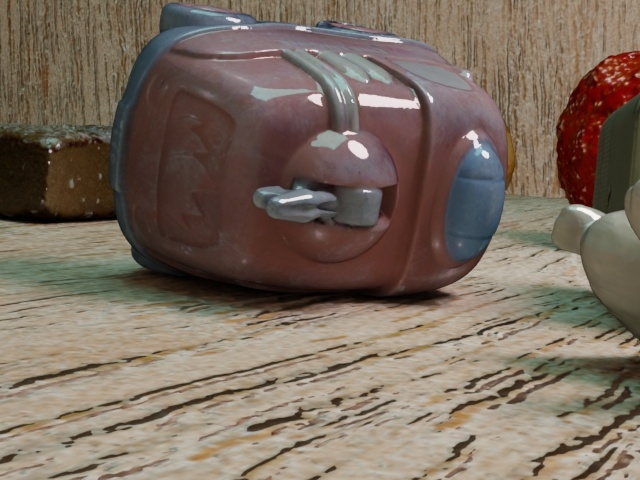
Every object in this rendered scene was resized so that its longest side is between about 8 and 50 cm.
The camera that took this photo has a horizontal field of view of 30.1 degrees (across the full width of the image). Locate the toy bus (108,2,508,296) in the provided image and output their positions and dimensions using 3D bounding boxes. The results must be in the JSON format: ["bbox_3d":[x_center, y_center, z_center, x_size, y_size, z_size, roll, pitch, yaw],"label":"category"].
[{"bbox_3d":[0.008,-0.051,0.848,0.294,0.197,0.232,1,15,-35],"label":"toy bus"}]

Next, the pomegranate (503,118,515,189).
[{"bbox_3d":[0.176,-0.121,1.705,0.207,0.207,0.207,4,5,0],"label":"pomegranate"}]

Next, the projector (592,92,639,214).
[{"bbox_3d":[0.289,-0.023,0.825,0.177,0.163,0.242,4,1,7],"label":"projector"}]

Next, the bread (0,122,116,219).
[{"bbox_3d":[-0.253,-0.087,1.427,0.165,0.113,0.416,4,6,26],"label":"bread"}]

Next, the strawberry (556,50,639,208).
[{"bbox_3d":[0.390,-0.087,1.346,0.257,0.257,0.277,5,22,13],"label":"strawberry"}]

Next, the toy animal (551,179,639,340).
[{"bbox_3d":[0.222,0.006,0.524,0.140,0.138,0.282,-29,6,-8],"label":"toy animal"}]
